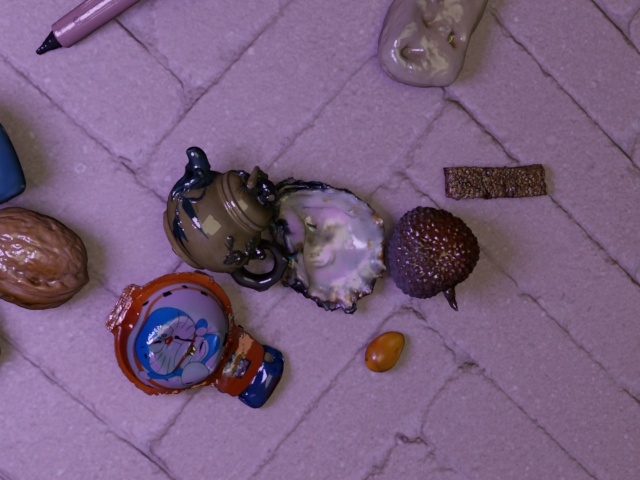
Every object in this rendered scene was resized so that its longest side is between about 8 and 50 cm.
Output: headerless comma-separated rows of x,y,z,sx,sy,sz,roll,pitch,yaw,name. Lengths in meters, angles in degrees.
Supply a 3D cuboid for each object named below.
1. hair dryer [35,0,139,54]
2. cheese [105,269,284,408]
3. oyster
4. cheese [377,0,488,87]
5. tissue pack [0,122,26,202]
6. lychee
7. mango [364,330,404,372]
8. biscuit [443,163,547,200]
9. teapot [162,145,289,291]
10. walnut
-0.315,-0.398,1.614,0.344,0.189,0.107,-31,91,8,hair dryer
-0.199,0.170,1.642,0.329,0.129,0.217,33,86,-32,cheese
-0.002,0.000,1.722,0.259,0.092,0.198,36,81,-24,oyster
0.202,-0.393,1.775,0.159,0.093,0.263,24,84,-14,cheese
-0.600,-0.103,1.484,0.287,0.198,0.206,-30,100,-12,tissue pack
0.197,0.033,1.735,0.165,0.165,0.197,-23,80,-15,lychee
0.115,0.195,1.776,0.089,0.046,0.060,-38,102,-26,mango
0.321,-0.107,1.839,0.199,0.034,0.064,-3,92,-16,biscuit
-0.141,-0.036,1.621,0.182,0.173,0.269,-32,109,21,teapot
-0.446,0.030,1.558,0.184,0.155,0.155,26,83,-14,walnut
